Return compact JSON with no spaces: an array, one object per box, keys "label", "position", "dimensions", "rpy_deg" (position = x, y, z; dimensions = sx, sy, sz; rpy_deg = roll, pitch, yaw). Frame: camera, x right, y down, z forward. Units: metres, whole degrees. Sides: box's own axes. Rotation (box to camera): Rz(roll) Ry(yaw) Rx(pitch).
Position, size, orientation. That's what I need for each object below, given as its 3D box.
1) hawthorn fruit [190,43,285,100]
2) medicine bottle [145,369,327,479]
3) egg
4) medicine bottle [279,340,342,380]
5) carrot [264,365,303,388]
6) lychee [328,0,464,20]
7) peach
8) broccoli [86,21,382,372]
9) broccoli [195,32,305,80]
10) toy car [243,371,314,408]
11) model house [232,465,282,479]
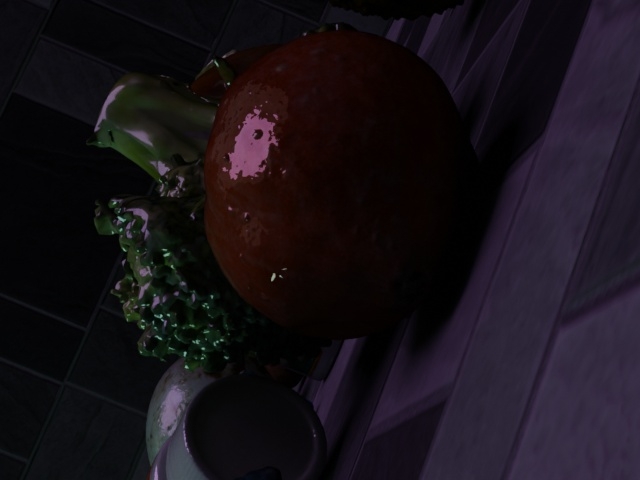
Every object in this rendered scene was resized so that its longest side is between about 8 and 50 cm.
[{"label":"hawthorn fruit","position":[-0.054,-0.105,1.544],"dimensions":[0.298,0.277,0.277],"rpy_deg":[55,-136,-42]},{"label":"medicine bottle","position":[-0.088,0.236,1.222],"dimensions":[0.252,0.145,0.144],"rpy_deg":[120,173,-45]},{"label":"egg","position":[-0.128,0.238,1.669],"dimensions":[0.169,0.169,0.231],"rpy_deg":[118,162,-61]},{"label":"medicine bottle","position":[-0.043,0.096,1.529],"dimensions":[0.080,0.130,0.080],"rpy_deg":[-158,90,-86]},{"label":"carrot","position":[0.005,0.047,1.737],"dimensions":[0.070,0.070,0.342],"rpy_deg":[-73,8,-62]},{"label":"lychee","position":[0.089,-0.379,1.563],"dimensions":[0.270,0.320,0.269],"rpy_deg":[-40,-39,-43]},{"label":"peach","position":[0.022,-0.028,0.972],"dimensions":[0.232,0.233,0.232],"rpy_deg":[-157,90,-87]},{"label":"broccoli","position":[-0.040,-0.047,1.249],"dimensions":[0.317,0.339,0.277],"rpy_deg":[60,174,36]},{"label":"broccoli","position":[-0.068,-0.164,2.061],"dimensions":[0.347,0.281,0.293],"rpy_deg":[-55,26,-16]},{"label":"toy car","position":[-0.062,0.199,1.447],"dimensions":[0.100,0.097,0.191],"rpy_deg":[-63,3,-4]},{"label":"model house","position":[-0.123,0.251,0.963],"dimensions":[0.241,0.226,0.261],"rpy_deg":[-61,1,-32]}]
